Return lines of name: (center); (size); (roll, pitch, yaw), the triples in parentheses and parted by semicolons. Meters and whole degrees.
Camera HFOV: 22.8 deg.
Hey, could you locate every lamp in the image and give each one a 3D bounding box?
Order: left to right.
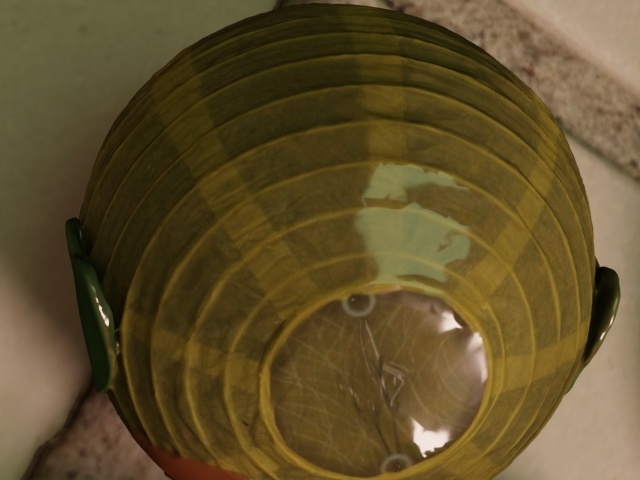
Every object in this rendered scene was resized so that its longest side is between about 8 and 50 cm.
lamp: (0.000, 0.000, 0.760); (0.250, 0.284, 0.250); (-4, 118, -8)
